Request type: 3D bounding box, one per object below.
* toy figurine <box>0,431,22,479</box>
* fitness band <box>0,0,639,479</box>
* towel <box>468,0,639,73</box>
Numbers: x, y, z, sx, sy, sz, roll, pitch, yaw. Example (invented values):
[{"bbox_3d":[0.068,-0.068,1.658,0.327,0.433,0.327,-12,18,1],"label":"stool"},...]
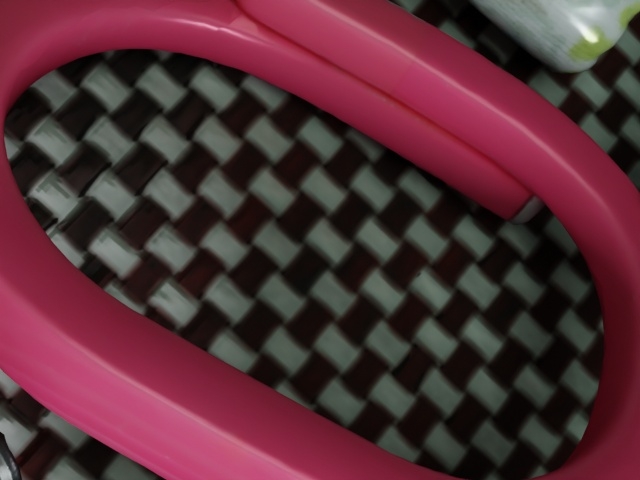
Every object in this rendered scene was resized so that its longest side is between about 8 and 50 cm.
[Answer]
[{"bbox_3d":[-0.197,0.133,0.316,0.209,0.148,0.213,13,107,-10],"label":"toy figurine"},{"bbox_3d":[0.000,0.000,0.427,0.291,0.054,0.209,29,52,-4],"label":"fitness band"},{"bbox_3d":[0.093,-0.311,0.529,0.320,0.090,0.374,38,73,-7],"label":"towel"}]
